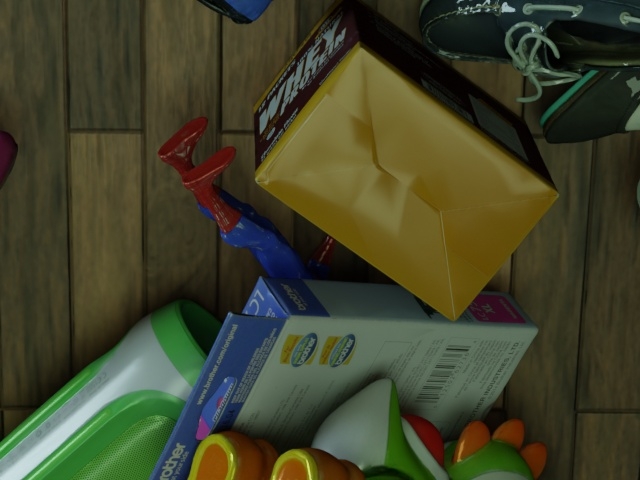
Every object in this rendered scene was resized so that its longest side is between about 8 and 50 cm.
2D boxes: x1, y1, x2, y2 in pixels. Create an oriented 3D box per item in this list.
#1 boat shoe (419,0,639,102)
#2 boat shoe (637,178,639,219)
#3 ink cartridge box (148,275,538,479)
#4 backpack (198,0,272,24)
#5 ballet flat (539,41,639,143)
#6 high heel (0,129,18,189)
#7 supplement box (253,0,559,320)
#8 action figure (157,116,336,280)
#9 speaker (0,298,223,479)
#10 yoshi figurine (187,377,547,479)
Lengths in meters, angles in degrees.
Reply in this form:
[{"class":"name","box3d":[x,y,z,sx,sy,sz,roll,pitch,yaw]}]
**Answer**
[{"class":"boat shoe","box3d":[0.186,-0.160,1.502,0.254,0.079,0.095,1,151,27]},{"class":"boat shoe","box3d":[0.399,-0.078,1.590,0.302,0.114,0.091,-23,152,5]},{"class":"ink cartridge box","box3d":[0.011,0.120,1.566,0.311,0.065,0.186,3,126,-39]},{"class":"backpack","box3d":[-0.076,-0.231,1.510,0.120,0.098,0.101,39,100,-13]},{"class":"ballet flat","box3d":[0.298,-0.156,1.543,0.280,0.095,0.096,-46,76,13]},{"class":"high heel","box3d":[-0.423,-0.008,1.554,0.377,0.127,0.181,-37,117,14]},{"class":"supplement box","box3d":[0.060,-0.071,1.520,0.191,0.194,0.129,35,105,-13]},{"class":"action figure","box3d":[0.000,0.000,1.585,0.139,0.091,0.280,-35,127,-4]},{"class":"speaker","box3d":[-0.191,0.183,1.637,0.296,0.131,0.131,-41,106,12]},{"class":"yoshi figurine","box3d":[0.063,0.251,1.552,0.362,0.204,0.203,11,137,-44]}]
